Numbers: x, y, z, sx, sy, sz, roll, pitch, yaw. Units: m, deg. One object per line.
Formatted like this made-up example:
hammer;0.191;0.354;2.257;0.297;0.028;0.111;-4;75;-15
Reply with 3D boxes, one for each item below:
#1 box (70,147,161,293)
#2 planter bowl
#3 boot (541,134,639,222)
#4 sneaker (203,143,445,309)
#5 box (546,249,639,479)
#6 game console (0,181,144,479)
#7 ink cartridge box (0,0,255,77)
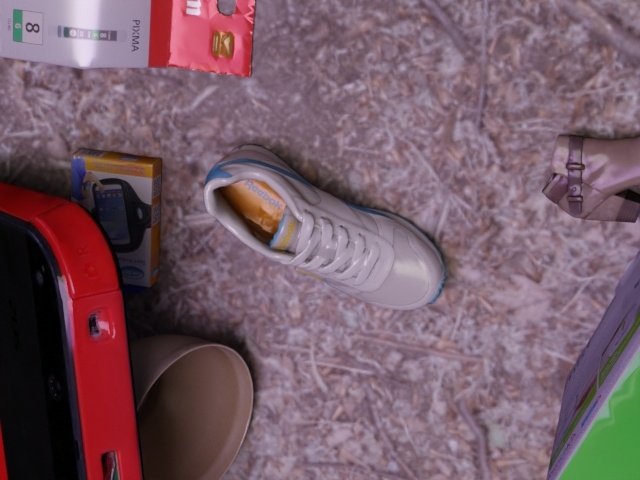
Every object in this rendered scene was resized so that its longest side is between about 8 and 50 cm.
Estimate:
box;-0.191;-0.013;1.356;0.081;0.028;0.136;7;107;13
planter bowl;-0.156;0.155;1.343;0.109;0.162;0.162;20;114;37
boot;0.238;-0.069;1.216;0.087;0.042;0.118;22;111;10
sneaker;0.000;0.000;1.274;0.229;0.092;0.087;27;110;4
box;0.293;0.085;1.147;0.127;0.231;0.262;28;112;4
game console;-0.270;0.137;1.323;0.342;0.060;0.386;17;115;52
ink cartridge box;-0.169;-0.236;1.267;0.225;0.056;0.181;10;109;14
